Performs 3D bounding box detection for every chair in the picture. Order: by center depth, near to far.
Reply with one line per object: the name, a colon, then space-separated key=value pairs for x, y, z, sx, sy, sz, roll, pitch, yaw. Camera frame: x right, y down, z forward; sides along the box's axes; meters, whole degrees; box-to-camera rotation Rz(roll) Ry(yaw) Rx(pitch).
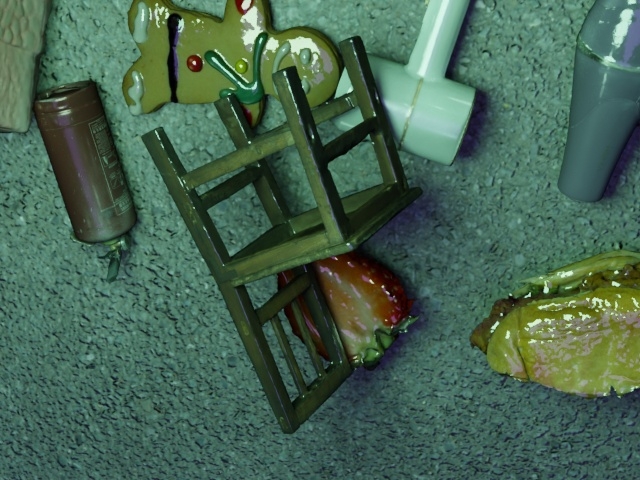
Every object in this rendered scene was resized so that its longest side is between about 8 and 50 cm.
chair: x=0.000 y=0.000 z=1.302 sx=0.240 sy=0.203 sz=0.416 roll=-19 pitch=101 yaw=33

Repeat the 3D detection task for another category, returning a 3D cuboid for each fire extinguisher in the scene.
fire extinguisher: x=-0.322 y=-0.080 z=1.483 sx=0.104 sy=0.105 sz=0.269 roll=-8 pitch=111 yaw=13

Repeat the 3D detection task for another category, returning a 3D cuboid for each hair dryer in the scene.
hair dryer: x=0.483 y=-0.170 z=1.323 sx=0.361 sy=0.121 sz=0.301 roll=9 pitch=123 yaw=0
hair dryer: x=0.144 y=-0.286 z=1.338 sx=0.173 sy=0.107 sz=0.357 roll=19 pitch=106 yaw=1

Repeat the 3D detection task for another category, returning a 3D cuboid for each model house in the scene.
model house: x=-0.488 y=-0.259 z=1.321 sx=0.202 sy=0.237 sz=0.237 roll=11 pitch=93 yaw=14

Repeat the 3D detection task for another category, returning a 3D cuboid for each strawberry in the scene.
strawberry: x=0.014 y=0.079 z=1.501 sx=0.228 sy=0.098 sz=0.174 roll=33 pitch=113 yaw=-2

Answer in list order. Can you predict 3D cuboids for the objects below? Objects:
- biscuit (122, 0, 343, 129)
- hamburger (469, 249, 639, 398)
biscuit: x=-0.120 y=-0.237 z=1.407 sx=0.301 sy=0.049 sz=0.197 roll=9 pitch=116 yaw=9
hamburger: x=0.377 y=0.112 z=1.423 sx=0.282 sy=0.155 sz=0.245 roll=29 pitch=111 yaw=1
